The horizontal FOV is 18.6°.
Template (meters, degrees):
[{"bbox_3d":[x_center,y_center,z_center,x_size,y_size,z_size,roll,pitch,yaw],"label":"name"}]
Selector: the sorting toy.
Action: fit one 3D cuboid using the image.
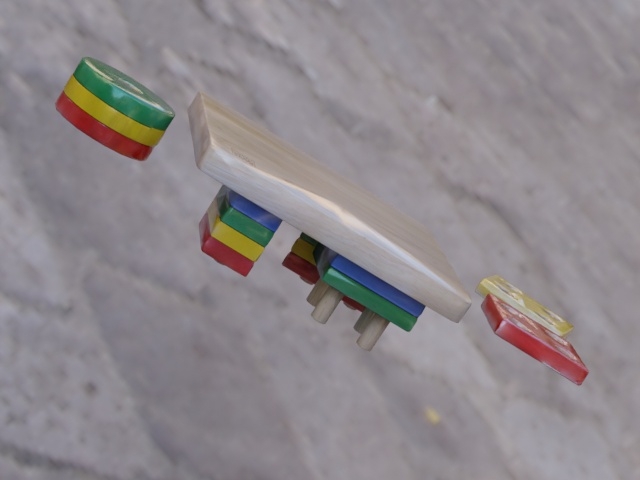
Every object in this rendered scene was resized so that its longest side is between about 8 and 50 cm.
[{"bbox_3d":[0.000,0.000,0.884,0.274,0.046,0.132,31,10,-13],"label":"sorting toy"}]
